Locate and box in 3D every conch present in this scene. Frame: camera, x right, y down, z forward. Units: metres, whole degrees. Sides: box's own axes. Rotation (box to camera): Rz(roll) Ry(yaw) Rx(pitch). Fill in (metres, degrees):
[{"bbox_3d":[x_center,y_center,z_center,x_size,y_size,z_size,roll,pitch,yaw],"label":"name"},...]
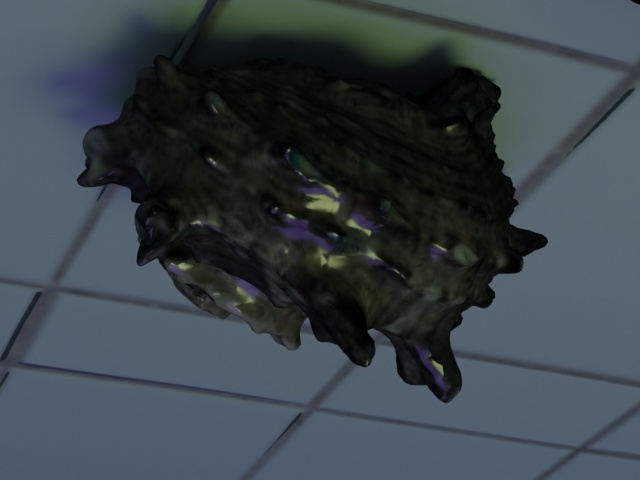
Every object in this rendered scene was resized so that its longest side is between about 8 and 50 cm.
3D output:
[{"bbox_3d":[-0.006,-0.009,0.965,0.313,0.186,0.240,2,-178,-44],"label":"conch"}]

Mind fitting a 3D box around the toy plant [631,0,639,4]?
[{"bbox_3d":[0.138,-0.175,0.755,0.093,0.093,0.162,-18,146,26],"label":"toy plant"}]
